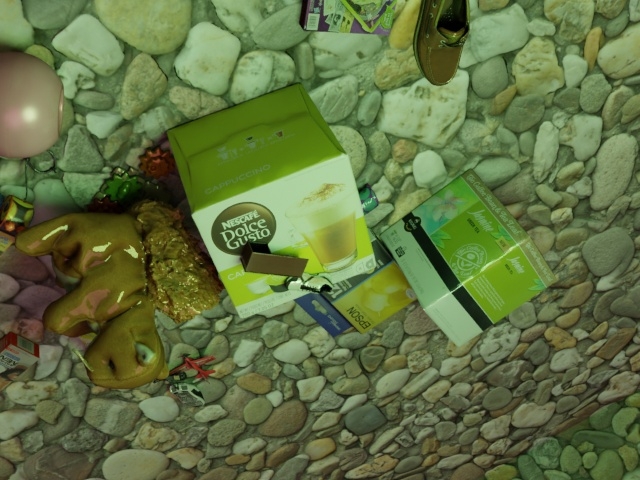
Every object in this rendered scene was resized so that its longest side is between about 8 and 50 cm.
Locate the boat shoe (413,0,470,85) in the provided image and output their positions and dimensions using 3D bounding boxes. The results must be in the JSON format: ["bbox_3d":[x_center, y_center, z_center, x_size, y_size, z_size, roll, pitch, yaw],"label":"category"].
[{"bbox_3d":[0.279,-0.477,1.655,0.111,0.104,0.307,-16,131,-9],"label":"boat shoe"}]

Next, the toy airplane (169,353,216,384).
[{"bbox_3d":[-0.361,0.373,2.140,0.151,0.028,0.151,-4,133,-4],"label":"toy airplane"}]

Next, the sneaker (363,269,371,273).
[{"bbox_3d":[0.000,0.000,1.874,0.282,0.161,0.102,9,165,-1],"label":"sneaker"}]

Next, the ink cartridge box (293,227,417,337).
[{"bbox_3d":[0.097,0.148,2.117,0.307,0.072,0.303,-37,131,7],"label":"ink cartridge box"}]

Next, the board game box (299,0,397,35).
[{"bbox_3d":[0.082,-0.603,1.517,0.208,0.056,0.346,0,127,-16],"label":"board game box"}]

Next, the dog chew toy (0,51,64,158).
[{"bbox_3d":[-0.671,-0.270,1.397,0.332,0.206,0.206,6,125,-15],"label":"dog chew toy"}]

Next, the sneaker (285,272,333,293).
[{"bbox_3d":[-0.022,0.095,1.587,0.109,0.043,0.040,-5,132,-16],"label":"sneaker"}]

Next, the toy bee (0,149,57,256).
[{"bbox_3d":[-0.690,-0.045,1.588,0.195,0.162,0.298,7,124,-24],"label":"toy bee"}]

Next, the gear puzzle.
[{"bbox_3d":[-0.446,-0.080,1.731,0.175,0.044,0.339,28,113,-36],"label":"gear puzzle"}]

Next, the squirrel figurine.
[{"bbox_3d":[-0.404,0.121,1.604,0.397,0.370,0.281,-24,158,-16],"label":"squirrel figurine"}]

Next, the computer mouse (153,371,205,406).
[{"bbox_3d":[-0.408,0.437,2.162,0.106,0.042,0.193,-13,139,18],"label":"computer mouse"}]

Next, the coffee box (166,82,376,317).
[{"bbox_3d":[-0.113,-0.096,1.652,0.338,0.338,0.334,-21,132,-5],"label":"coffee box"}]

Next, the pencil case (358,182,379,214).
[{"bbox_3d":[0.080,-0.083,1.920,0.152,0.070,0.064,-32,145,5],"label":"pencil case"}]

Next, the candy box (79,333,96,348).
[{"bbox_3d":[-0.561,0.308,1.950,0.105,0.027,0.205,13,147,15],"label":"candy box"}]

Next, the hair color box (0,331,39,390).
[{"bbox_3d":[-0.825,0.321,1.901,0.167,0.053,0.093,-38,132,12],"label":"hair color box"}]

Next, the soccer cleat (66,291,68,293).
[{"bbox_3d":[-0.551,0.192,1.876,0.083,0.095,0.248,-33,132,6],"label":"soccer cleat"}]

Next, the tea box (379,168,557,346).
[{"bbox_3d":[0.390,0.043,1.971,0.324,0.329,0.220,-37,131,8],"label":"tea box"}]

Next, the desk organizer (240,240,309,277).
[{"bbox_3d":[-0.094,0.039,1.511,0.130,0.047,0.050,7,122,-25],"label":"desk organizer"}]
